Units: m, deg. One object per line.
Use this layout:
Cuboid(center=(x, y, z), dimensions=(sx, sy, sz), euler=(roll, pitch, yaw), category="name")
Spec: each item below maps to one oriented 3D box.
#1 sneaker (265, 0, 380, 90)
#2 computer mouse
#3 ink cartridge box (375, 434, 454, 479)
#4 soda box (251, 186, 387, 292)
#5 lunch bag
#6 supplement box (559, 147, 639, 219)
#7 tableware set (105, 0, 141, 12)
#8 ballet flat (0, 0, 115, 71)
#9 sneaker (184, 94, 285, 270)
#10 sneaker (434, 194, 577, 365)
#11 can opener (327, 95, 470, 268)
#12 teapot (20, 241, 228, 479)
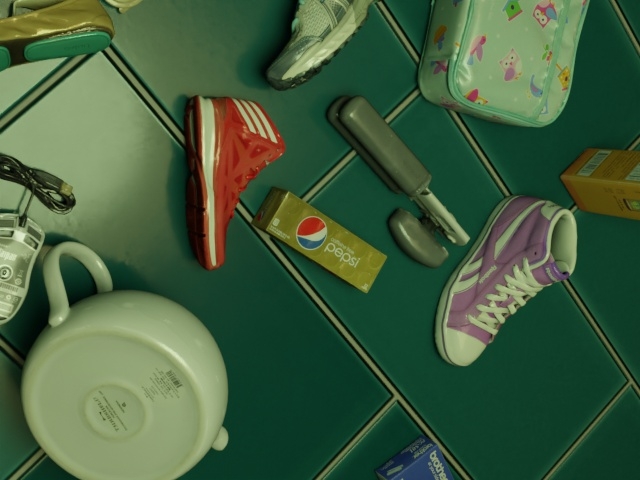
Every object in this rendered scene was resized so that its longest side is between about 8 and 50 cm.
Cuboid(center=(0.007, -0.317, 1.165), dimensions=(0.122, 0.110, 0.283), euler=(40, 78, -8), category="sneaker")
Cuboid(center=(-0.367, 0.004, 1.062), dimensions=(0.106, 0.042, 0.193), euler=(25, 82, -32), category="computer mouse")
Cuboid(center=(0.169, 0.412, 1.390), dimensions=(0.097, 0.046, 0.207), euler=(-33, 112, -18), category="ink cartridge box")
Cuboid(center=(0.000, 0.000, 1.226), dimensions=(0.181, 0.058, 0.061), euler=(33, 84, -27), category="soda box")
Cuboid(center=(0.271, -0.308, 1.273), dimensions=(0.224, 0.108, 0.279), euler=(12, 94, -27), category="lunch bag")
Cuboid(center=(0.470, -0.082, 1.340), dimensions=(0.080, 0.233, 0.078), euler=(-43, 115, -12), category="supplement box")
Cuboid(center=(-0.251, -0.365, 1.061), dimensions=(0.169, 0.020, 0.141), euler=(34, 86, -28), category="tableware set")
Cuboid(center=(-0.352, -0.231, 1.018), dimensions=(0.232, 0.080, 0.073), euler=(-18, 79, -25), category="ballet flat")
Cuboid(center=(-0.101, -0.074, 1.150), dimensions=(0.128, 0.087, 0.221), euler=(-5, 102, -24), category="sneaker")
Cuboid(center=(0.274, 0.067, 1.316), dimensions=(0.102, 0.161, 0.282), euler=(25, 89, -29), category="sneaker")
Cuboid(center=(0.102, -0.073, 1.253), dimensions=(0.283, 0.076, 0.095), euler=(45, 78, -24), category="can opener")
Cuboid(center=(-0.224, 0.154, 1.084), dimensions=(0.253, 0.187, 0.256), euler=(13, 112, -1), category="teapot")
